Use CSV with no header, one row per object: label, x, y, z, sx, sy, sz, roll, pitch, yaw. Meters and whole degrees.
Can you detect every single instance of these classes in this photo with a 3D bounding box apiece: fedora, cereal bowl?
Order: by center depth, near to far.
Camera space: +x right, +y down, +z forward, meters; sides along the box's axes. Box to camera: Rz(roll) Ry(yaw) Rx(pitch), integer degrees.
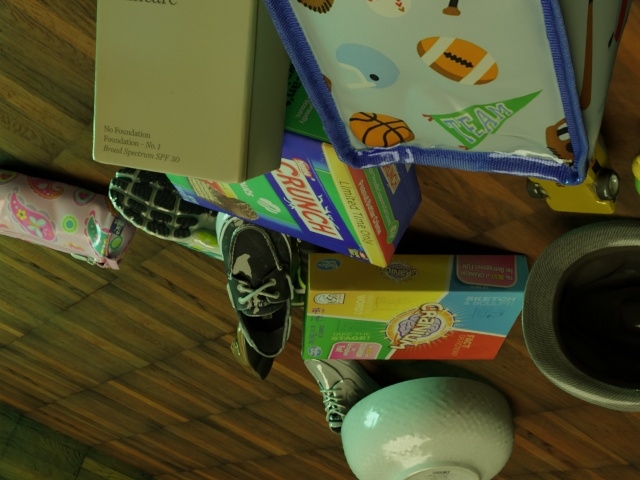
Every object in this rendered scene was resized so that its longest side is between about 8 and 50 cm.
fedora,0.409,0.099,1.134,0.275,0.244,0.124,-1,174,15
cereal bowl,0.212,0.410,1.656,0.339,0.141,0.339,-3,139,-2

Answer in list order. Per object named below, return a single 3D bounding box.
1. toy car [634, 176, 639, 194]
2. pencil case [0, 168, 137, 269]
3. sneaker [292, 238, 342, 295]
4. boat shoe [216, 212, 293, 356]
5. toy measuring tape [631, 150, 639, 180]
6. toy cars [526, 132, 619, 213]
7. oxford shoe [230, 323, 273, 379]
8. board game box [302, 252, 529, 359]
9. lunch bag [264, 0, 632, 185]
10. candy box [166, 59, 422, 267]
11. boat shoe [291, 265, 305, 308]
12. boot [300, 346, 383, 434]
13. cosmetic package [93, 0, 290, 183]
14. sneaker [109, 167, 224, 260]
toy car,0.450,-0.011,0.974,0.225,0.239,0.053,35,109,17
pencil case,-0.448,-0.039,1.432,0.284,0.124,0.124,16,149,6
sneaker,0.000,0.000,1.304,0.097,0.084,0.235,34,140,-6
boat shoe,-0.092,0.065,1.280,0.108,0.102,0.301,-5,138,-3
toy measuring tape,0.446,-0.114,0.824,0.121,0.121,0.330,37,144,-28
toy cars,0.174,-0.154,0.950,0.393,0.087,0.176,25,160,-2
oxford shoe,-0.149,0.213,1.720,0.076,0.076,0.212,22,150,17
board game box,0.133,0.106,1.311,0.316,0.064,0.242,0,149,-3
lunch bag,0.080,-0.281,0.564,0.239,0.328,0.385,4,148,26
candy box,-0.058,-0.115,1.022,0.317,0.122,0.268,18,157,24
boat shoe,0.009,0.089,1.425,0.223,0.080,0.073,-6,136,29
boot,0.041,0.312,1.717,0.095,0.123,0.258,-13,137,41
cosmetic package,-0.113,-0.220,0.797,0.160,0.113,0.309,9,106,17
sneaker,-0.205,-0.023,1.349,0.275,0.107,0.110,27,157,-13
